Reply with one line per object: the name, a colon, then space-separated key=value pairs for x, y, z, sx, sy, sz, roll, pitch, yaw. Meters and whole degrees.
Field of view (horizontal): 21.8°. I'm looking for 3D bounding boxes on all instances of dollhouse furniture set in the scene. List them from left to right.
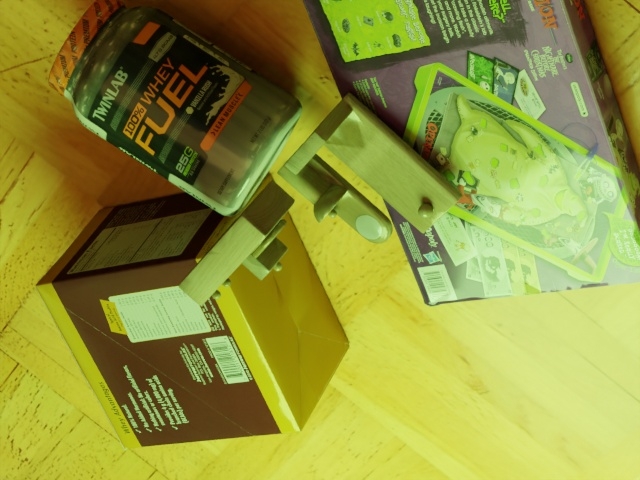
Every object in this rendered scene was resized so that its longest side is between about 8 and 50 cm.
dollhouse furniture set: x=0.000 y=0.000 z=1.322 sx=0.123 sy=0.151 sz=0.144 roll=41 pitch=136 yaw=-3

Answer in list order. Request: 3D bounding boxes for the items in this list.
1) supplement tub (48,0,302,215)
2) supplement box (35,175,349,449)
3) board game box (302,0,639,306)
supplement tub: x=-0.121 y=-0.115 z=1.372 sx=0.190 sy=0.117 sz=0.117 roll=32 pitch=130 yaw=0
supplement box: x=-0.112 y=0.069 z=1.490 sx=0.194 sy=0.129 sz=0.191 roll=-9 pitch=119 yaw=30
board game box: x=0.125 y=-0.109 z=1.311 sx=0.208 sy=0.056 sz=0.347 roll=-5 pitch=121 yaw=32
